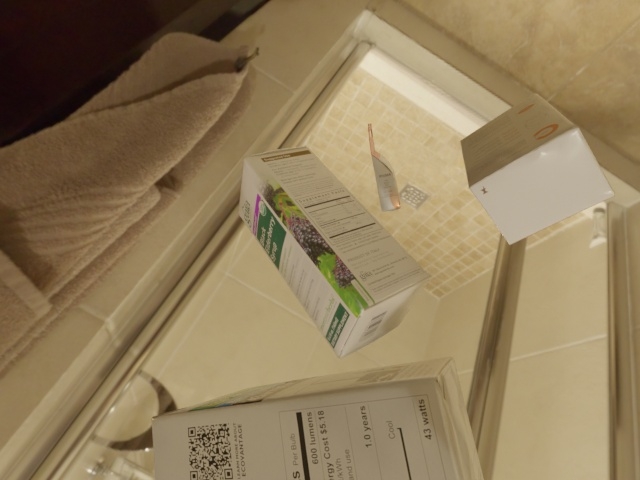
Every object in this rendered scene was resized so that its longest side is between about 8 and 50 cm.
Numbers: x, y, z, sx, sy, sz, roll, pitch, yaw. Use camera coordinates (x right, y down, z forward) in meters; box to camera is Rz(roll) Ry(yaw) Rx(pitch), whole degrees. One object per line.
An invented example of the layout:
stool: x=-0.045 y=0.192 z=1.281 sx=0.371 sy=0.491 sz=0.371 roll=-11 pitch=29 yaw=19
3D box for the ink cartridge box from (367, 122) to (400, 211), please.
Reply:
ink cartridge box: x=0.138 y=-0.163 z=0.856 sx=0.045 sy=0.145 sz=0.179 roll=-7 pitch=105 yaw=12

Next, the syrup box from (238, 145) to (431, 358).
syrup box: x=0.000 y=0.000 z=0.456 sx=0.236 sy=0.097 sz=0.093 roll=50 pitch=143 yaw=29

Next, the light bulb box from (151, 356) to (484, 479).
light bulb box: x=0.018 y=0.356 z=0.492 sx=0.362 sy=0.357 sz=0.225 roll=-15 pitch=164 yaw=19

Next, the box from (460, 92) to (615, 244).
box: x=0.472 y=-0.180 z=0.927 sx=0.215 sy=0.345 sz=0.168 roll=-32 pitch=107 yaw=29
